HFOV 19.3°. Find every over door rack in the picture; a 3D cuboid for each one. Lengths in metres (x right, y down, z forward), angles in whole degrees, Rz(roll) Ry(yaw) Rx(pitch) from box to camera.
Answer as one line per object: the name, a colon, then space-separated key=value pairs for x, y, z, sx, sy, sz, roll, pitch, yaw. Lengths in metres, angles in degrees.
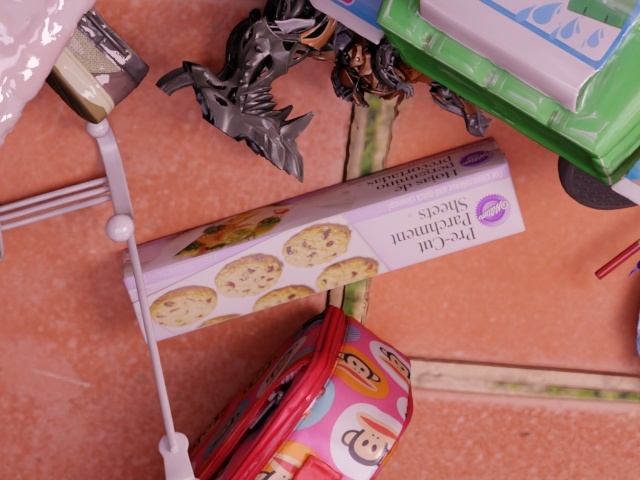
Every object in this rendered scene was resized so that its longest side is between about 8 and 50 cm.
over door rack: x=-0.236 y=0.076 z=1.416 sx=0.240 sy=0.324 sz=0.108 roll=-17 pitch=158 yaw=2

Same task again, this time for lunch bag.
lunch bag: x=-0.046 y=0.208 z=1.494 sx=0.120 sy=0.258 sz=0.293 roll=36 pitch=105 yaw=-6

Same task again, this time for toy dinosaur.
toy dinosaur: x=-0.010 y=-0.169 z=1.431 sx=0.322 sy=0.164 sz=0.218 roll=33 pitch=92 yaw=12

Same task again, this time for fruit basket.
fruit basket: x=0.208 y=-0.236 z=1.292 sx=0.327 sy=0.165 sz=0.353 roll=34 pitch=95 yaw=17

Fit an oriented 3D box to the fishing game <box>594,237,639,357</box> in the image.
fishing game: x=0.355 y=0.060 z=1.597 sx=0.189 sy=0.041 sz=0.264 roll=-39 pitch=119 yaw=11

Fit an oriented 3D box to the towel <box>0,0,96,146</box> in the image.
towel: x=-0.288 y=-0.261 z=1.326 sx=0.317 sy=0.053 sz=0.332 roll=33 pitch=88 yaw=-12

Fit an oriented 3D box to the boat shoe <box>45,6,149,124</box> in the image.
boat shoe: x=-0.216 y=-0.193 z=1.419 sx=0.073 sy=0.080 sz=0.223 roll=-40 pitch=99 yaw=-16

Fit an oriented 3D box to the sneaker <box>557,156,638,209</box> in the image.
sneaker: x=0.282 y=-0.163 z=1.440 sx=0.116 sy=0.136 sz=0.314 roll=29 pitch=100 yaw=-22

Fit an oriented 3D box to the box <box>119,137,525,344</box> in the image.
box: x=0.000 y=0.000 z=1.522 sx=0.324 sy=0.063 sz=0.067 roll=-16 pitch=114 yaw=1
